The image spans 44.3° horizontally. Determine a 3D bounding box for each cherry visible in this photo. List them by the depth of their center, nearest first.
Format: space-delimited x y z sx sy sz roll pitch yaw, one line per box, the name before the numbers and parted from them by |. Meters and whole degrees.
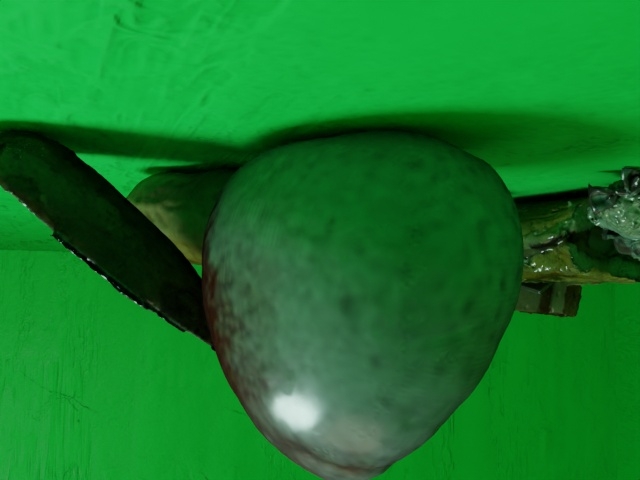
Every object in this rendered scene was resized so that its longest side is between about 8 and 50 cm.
cherry | 0.045 0.046 0.776 0.326 0.335 0.291 -25 150 19

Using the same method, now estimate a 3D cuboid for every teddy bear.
teddy bear | 0.408 -0.024 1.009 0.133 0.111 0.213 -7 173 36

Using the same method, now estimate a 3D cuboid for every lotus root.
lotus root | -0.211 -0.005 0.818 0.329 0.078 0.167 42 176 -22

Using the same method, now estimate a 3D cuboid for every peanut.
peanut | -0.140 -0.028 0.978 0.224 0.129 0.129 -1 176 18

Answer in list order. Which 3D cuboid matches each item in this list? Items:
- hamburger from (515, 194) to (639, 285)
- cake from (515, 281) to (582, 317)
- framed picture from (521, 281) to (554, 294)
hamburger | 0.378 0.003 1.230 0.308 0.133 0.211 5 174 -43
cake | 0.471 0.080 1.921 0.293 0.199 0.196 7 179 -23
framed picture | 0.369 0.025 1.413 0.173 0.010 0.231 18 -148 35
